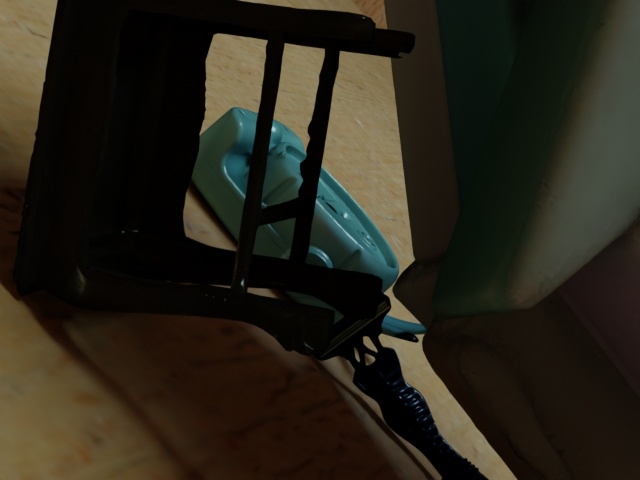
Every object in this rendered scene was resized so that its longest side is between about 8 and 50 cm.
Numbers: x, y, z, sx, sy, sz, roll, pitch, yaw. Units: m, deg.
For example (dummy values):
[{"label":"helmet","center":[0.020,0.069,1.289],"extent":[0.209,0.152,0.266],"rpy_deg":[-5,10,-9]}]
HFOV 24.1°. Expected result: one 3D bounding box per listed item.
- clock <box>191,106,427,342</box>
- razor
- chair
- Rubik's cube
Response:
[{"label":"clock","center":[-0.001,0.001,0.753],"extent":[0.147,0.045,0.108],"rpy_deg":[50,12,12]},{"label":"razor","center":[0.058,0.096,0.682],"extent":[0.154,0.044,0.028],"rpy_deg":[51,-15,4]},{"label":"chair","center":[-0.090,-0.045,0.497],"extent":[0.229,0.113,0.106],"rpy_deg":[11,5,10]},{"label":"Rubik's cube","center":[0.187,-0.039,0.558],"extent":[0.368,0.358,0.387],"rpy_deg":[53,-8,-2]}]
